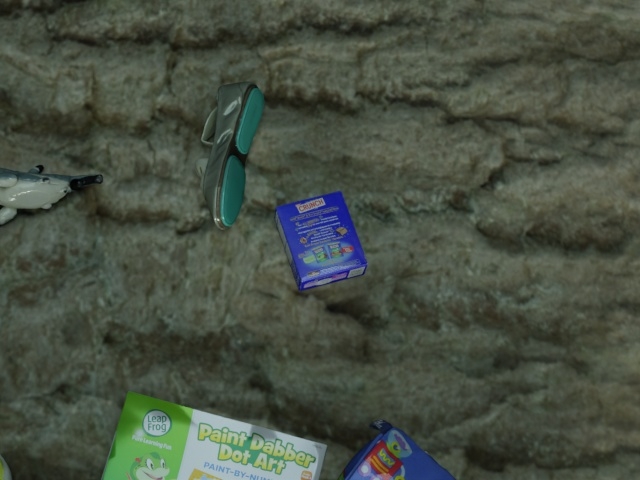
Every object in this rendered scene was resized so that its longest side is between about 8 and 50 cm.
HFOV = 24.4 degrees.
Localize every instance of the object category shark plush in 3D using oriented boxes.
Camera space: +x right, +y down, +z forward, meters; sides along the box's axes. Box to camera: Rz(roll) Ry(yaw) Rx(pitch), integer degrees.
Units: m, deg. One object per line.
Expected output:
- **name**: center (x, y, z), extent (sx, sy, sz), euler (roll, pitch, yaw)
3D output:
- **shark plush**: center (-0.356, -0.079, 1.858), extent (0.161, 0.073, 0.067), euler (-15, 40, -9)

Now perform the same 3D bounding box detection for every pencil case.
- **pencil case**: center (0.153, 0.342, 1.721), extent (0.306, 0.119, 0.133), euler (37, 45, 8)

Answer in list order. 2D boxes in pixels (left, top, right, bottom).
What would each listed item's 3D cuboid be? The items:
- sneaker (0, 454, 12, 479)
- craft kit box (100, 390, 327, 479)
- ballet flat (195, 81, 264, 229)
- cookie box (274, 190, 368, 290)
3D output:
- **sneaker**: center (-0.502, 0.179, 1.674), extent (0.385, 0.147, 0.145), euler (43, 66, 9)
- **craft kit box**: center (-0.140, 0.325, 1.719), extent (0.250, 0.061, 0.246), euler (15, 63, -2)
- **ballet flat**: center (-0.125, -0.109, 1.906), extent (0.068, 0.072, 0.213), euler (2, 63, 22)
- **cookie box**: center (0.000, 0.000, 1.883), extent (0.092, 0.040, 0.107), euler (-14, 70, -14)
